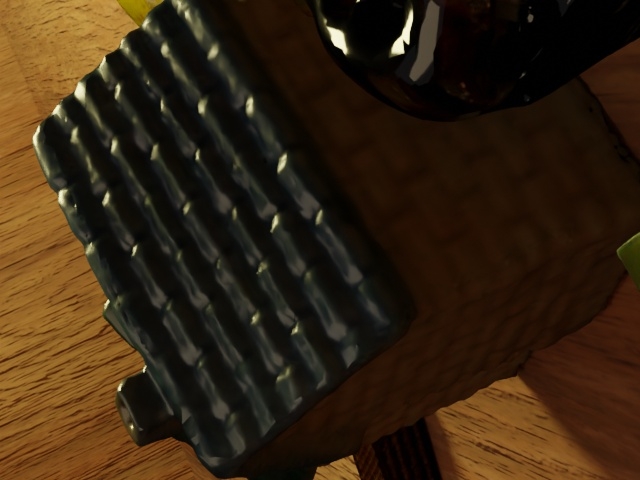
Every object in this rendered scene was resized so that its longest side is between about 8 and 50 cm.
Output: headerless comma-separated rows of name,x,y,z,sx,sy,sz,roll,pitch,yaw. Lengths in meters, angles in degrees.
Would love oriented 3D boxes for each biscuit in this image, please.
biscuit,0.106,0.321,1.722,0.107,0.073,0.388,34,145,61

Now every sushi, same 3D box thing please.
sushi,0.078,-0.191,0.863,0.227,0.212,0.215,54,169,14

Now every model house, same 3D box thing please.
model house,-0.031,0.002,1.155,0.395,0.400,0.445,55,161,20

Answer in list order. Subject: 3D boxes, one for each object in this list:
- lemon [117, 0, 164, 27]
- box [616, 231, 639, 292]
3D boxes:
lemon,-0.140,-0.290,1.458,0.207,0.170,0.170,36,148,43
box,0.300,0.100,0.693,0.311,0.173,0.043,62,163,10
